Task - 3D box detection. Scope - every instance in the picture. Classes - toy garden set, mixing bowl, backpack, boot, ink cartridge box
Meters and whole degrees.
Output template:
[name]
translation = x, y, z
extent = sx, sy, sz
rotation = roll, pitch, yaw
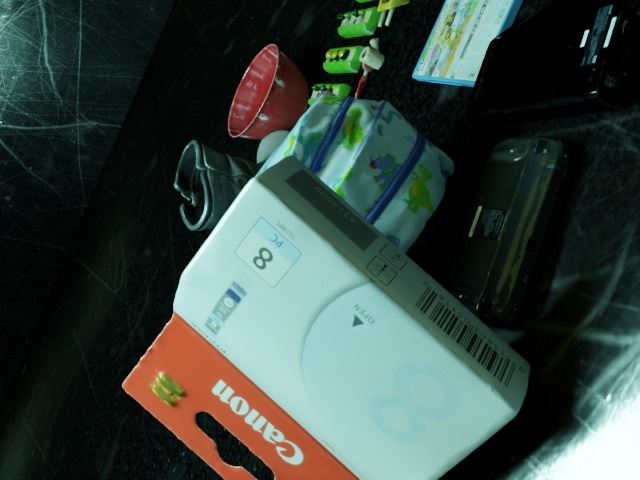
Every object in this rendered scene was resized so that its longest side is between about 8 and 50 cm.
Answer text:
[toy garden set]
translation = 0.059, -0.334, 1.319
extent = 0.204, 0.049, 0.244
rotation = 23, 91, 64
[mixing bowl]
translation = -0.083, -0.253, 1.473
extent = 0.181, 0.098, 0.181
rotation = -45, 33, 40
[backpack]
translation = 0.000, 0.000, 0.960
extent = 0.356, 0.273, 0.290
rotation = -33, 9, 30
[boot]
translation = -0.117, -0.111, 1.280
extent = 0.118, 0.223, 0.338
rotation = -57, 28, 23
[ink cartridge box]
translation = -0.032, 0.154, 0.821
extent = 0.385, 0.308, 0.091
rotation = -51, -4, 30

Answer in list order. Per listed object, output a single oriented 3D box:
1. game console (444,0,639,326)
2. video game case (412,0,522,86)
[game console]
translation = 0.209, -0.089, 0.847
extent = 0.213, 0.044, 0.361
rotation = 8, 76, 65
[video game case]
translation = 0.187, -0.261, 1.056
extent = 0.119, 0.015, 0.166
rotation = -66, 26, 4
